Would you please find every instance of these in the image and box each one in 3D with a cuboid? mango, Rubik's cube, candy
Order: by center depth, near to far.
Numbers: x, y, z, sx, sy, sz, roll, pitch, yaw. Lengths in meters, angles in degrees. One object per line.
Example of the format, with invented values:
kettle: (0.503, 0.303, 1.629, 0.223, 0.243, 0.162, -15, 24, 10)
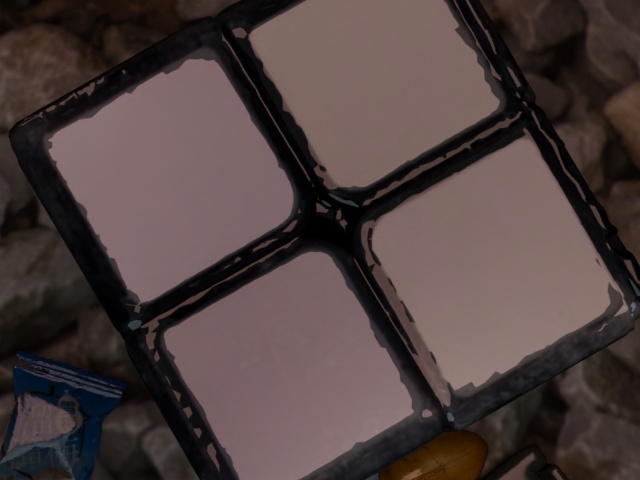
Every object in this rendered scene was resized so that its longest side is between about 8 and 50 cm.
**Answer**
Rubik's cube: (0.000, 0.000, 1.292, 0.313, 0.318, 0.316, -30, 86, -5)
candy: (-0.210, 0.160, 1.411, 0.088, 0.038, 0.136, 18, 92, -15)
mango: (0.088, 0.173, 1.418, 0.089, 0.046, 0.060, -23, 86, -9)

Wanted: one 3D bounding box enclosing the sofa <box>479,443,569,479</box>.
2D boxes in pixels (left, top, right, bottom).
sofa: (0.133, 0.230, 1.408, 0.147, 0.060, 0.085, -37, 88, -5)
